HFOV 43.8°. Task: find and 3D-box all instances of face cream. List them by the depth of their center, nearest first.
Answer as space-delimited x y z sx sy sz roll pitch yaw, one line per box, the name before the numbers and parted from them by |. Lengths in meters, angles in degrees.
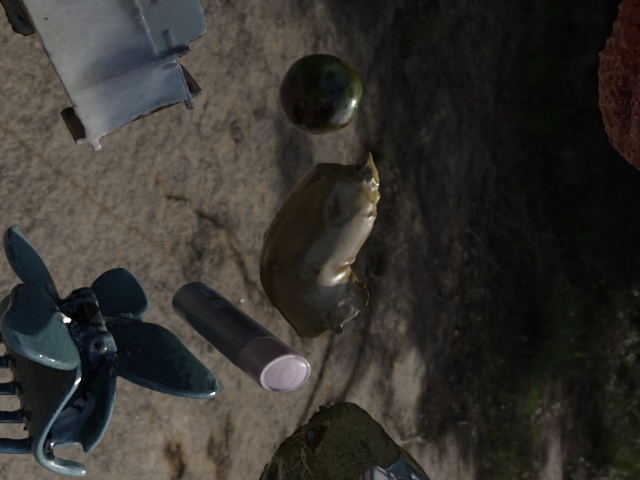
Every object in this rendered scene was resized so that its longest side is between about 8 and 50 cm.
face cream | -0.135 0.151 1.273 0.107 0.269 0.073 13 102 -46

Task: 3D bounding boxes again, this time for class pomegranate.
pomegranate | 0.003 -0.213 1.176 0.130 0.130 0.130 21 65 -56

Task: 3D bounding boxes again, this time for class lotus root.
lotus root | 0.009 0.348 0.993 0.149 0.267 0.260 46 -3 -14

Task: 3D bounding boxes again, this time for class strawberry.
strawberry | 0.502 -0.234 1.116 0.250 0.238 0.288 -43 162 -44

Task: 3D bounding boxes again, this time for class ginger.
ginger | 0.000 0.000 1.065 0.138 0.152 0.267 -88 -171 -69

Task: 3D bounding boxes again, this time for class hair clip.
hair clip | -0.417 0.181 1.267 0.392 0.238 0.318 26 21 -48

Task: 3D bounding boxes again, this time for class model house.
model house | -0.219 -0.281 0.673 0.169 0.244 0.326 -30 142 -14

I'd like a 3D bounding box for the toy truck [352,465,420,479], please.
toy truck | 0.032 0.221 0.492 0.114 0.098 0.227 52 7 0
